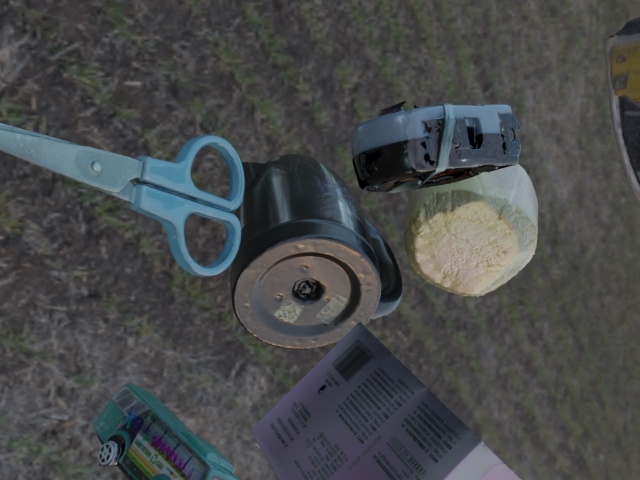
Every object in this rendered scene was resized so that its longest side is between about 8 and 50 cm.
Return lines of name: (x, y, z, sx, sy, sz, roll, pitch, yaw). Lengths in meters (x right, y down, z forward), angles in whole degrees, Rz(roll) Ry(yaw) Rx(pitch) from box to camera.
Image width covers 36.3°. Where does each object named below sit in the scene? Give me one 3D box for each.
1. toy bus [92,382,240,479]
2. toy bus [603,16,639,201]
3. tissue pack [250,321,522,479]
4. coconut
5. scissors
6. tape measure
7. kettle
toy bus: (-0.199, 0.282, 1.240, 0.109, 0.261, 0.091, -55, 133, -5)
toy bus: (0.333, -0.100, 0.618, 0.342, 0.097, 0.138, -13, 101, -28)
tissue pack: (0.050, 0.185, 0.800, 0.148, 0.246, 0.092, -44, 115, -3)
coconut: (0.262, -0.041, 1.694, 0.244, 0.239, 0.239, -67, 150, -58)
scissors: (-0.246, -0.079, 1.187, 0.447, 0.029, 0.192, 18, 74, -51)
tape measure: (0.131, -0.119, 1.241, 0.181, 0.182, 0.107, -2, 83, -43)
kettle: (0.000, 0.000, 1.593, 0.321, 0.228, 0.324, 22, 32, -23)
